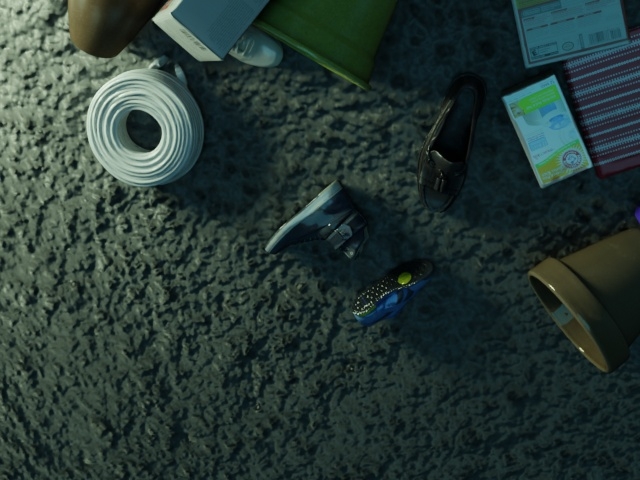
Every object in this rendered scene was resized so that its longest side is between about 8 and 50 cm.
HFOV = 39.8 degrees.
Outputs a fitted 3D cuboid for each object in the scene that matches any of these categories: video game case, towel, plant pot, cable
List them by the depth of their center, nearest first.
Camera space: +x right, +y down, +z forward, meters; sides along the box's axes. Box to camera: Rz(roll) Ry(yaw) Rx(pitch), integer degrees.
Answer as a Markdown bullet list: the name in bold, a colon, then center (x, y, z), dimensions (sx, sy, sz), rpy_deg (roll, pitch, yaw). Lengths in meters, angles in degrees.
- **plant pot**: center (0.039, -0.467, 1.704), dimensions (0.276, 0.276, 0.254), rpy_deg (30, 99, 0)
- **video game case**: center (0.469, -0.496, 1.705), dimensions (0.203, 0.025, 0.285), rpy_deg (-11, 102, 17)
- **towel**: center (0.611, -0.274, 1.760), dimensions (0.198, 0.031, 0.275), rpy_deg (-18, 101, 18)
- **plant pot**: center (0.588, 0.101, 1.788), dimensions (0.229, 0.263, 0.263), rpy_deg (-36, 98, 0)
- **plant pot**: center (-0.427, -0.497, 1.810), dimensions (0.215, 0.215, 0.230), rpy_deg (31, 125, 0)
- **cable**: center (-0.379, -0.242, 1.925), dimensions (0.257, 0.089, 0.257), rpy_deg (-23, 102, 16)

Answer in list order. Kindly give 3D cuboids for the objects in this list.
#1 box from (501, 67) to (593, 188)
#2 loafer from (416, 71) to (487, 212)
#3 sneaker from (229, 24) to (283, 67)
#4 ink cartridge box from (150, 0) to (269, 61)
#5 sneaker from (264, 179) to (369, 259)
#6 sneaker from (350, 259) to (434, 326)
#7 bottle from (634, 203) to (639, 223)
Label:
- **box**: center (0.452, -0.224, 1.766), dimensions (0.114, 0.103, 0.203), rpy_deg (-23, 102, 17)
- **loafer**: center (0.263, -0.193, 1.815), dimensions (0.109, 0.095, 0.303), rpy_deg (16, 109, 6)
- **sneaker**: center (-0.188, -0.424, 1.831), dimensions (0.235, 0.095, 0.090), rpy_deg (28, 109, 0)
- **ink cartridge box**: center (-0.169, -0.501, 1.687), dimensions (0.130, 0.272, 0.309), rpy_deg (39, 86, -22)
- **sneaker**: center (0.000, 0.000, 1.932), dimensions (0.226, 0.086, 0.163), rpy_deg (-38, 94, 18)
- **sneaker**: center (0.168, 0.119, 1.958), dimensions (0.209, 0.069, 0.082), rpy_deg (-34, 131, 10)
- **bottle**: center (0.752, -0.116, 1.736), dimensions (0.092, 0.118, 0.283), rpy_deg (43, 109, -4)
